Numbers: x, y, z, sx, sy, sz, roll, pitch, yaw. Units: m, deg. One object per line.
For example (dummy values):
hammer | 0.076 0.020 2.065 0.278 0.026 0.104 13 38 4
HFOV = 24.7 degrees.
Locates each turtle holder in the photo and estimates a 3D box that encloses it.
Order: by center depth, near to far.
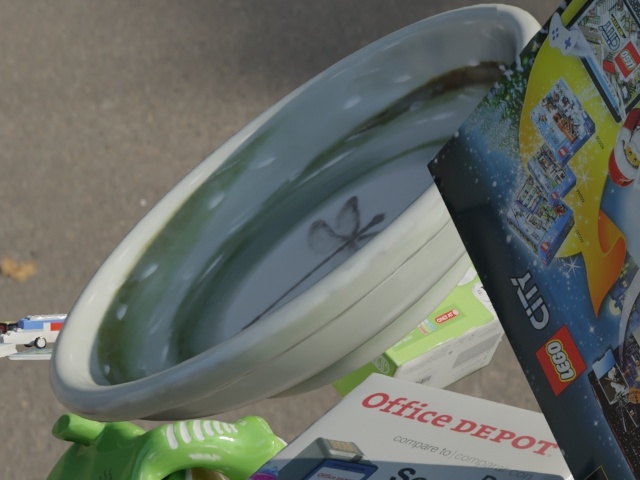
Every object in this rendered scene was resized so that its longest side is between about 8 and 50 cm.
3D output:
turtle holder | -0.186 0.302 1.574 0.227 0.320 0.243 24 1 -32

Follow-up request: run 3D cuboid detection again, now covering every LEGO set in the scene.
LEGO set | -0.299 0.084 1.407 0.183 0.060 0.244 -1 0 8

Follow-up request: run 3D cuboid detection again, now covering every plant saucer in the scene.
plant saucer | 0.000 0.000 0.989 0.400 0.100 0.400 -33 19 13

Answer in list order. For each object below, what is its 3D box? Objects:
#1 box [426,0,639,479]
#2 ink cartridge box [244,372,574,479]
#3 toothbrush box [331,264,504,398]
box | 0.137 0.012 0.534 0.044 0.159 0.233 2 52 -35
ink cartridge box | 0.018 0.160 0.631 0.212 0.093 0.154 -35 28 -32
toothbrush box | 0.060 0.056 1.763 0.206 0.122 0.283 -23 58 -37
